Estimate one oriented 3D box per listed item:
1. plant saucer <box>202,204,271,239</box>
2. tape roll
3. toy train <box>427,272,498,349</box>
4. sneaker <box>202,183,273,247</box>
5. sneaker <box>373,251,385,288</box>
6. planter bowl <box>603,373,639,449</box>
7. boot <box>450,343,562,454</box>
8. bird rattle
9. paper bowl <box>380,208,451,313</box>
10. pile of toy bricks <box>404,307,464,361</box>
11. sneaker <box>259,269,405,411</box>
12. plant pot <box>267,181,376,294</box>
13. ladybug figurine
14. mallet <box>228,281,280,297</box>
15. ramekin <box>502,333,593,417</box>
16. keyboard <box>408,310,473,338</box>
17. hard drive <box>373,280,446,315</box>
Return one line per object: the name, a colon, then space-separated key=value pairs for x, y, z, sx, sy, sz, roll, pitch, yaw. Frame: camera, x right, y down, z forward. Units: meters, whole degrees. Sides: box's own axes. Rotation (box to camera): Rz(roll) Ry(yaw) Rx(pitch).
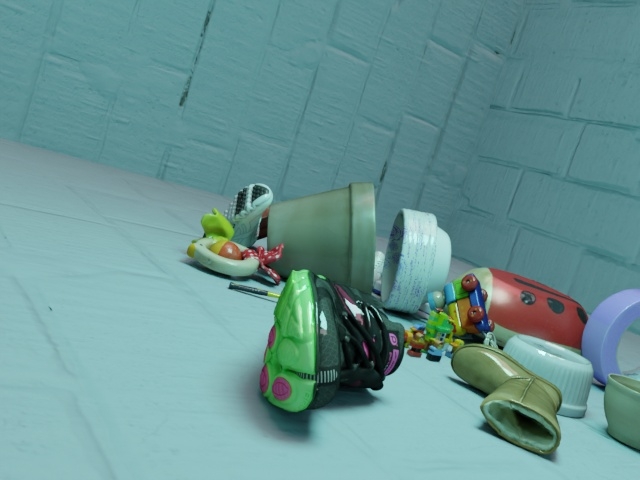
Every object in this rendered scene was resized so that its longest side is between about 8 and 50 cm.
plant saucer: x=-0.193 y=-0.051 z=2.105 sx=0.259 sy=0.048 sz=0.258 roll=-17 pitch=-10 yaw=25
tape roll: x=0.820 y=0.267 z=1.771 sx=0.274 sy=0.275 sz=0.090 roll=16 pitch=7 yaw=-15
toy train: x=0.351 y=0.215 z=1.704 sx=0.143 sy=0.248 sz=0.105 roll=-20 pitch=-36 yaw=23
sneaker: x=-0.206 y=-0.051 z=1.865 sx=0.118 sy=0.292 sz=0.110 roll=30 pitch=45 yaw=-24
sneaker: x=0.163 y=0.089 z=2.192 sx=0.090 sy=0.115 sz=0.232 roll=19 pitch=6 yaw=12
planter bowl: x=0.623 y=0.342 z=1.336 sx=0.162 sy=0.109 sz=0.162 roll=18 pitch=7 yaw=-2
boot: x=0.323 y=0.270 z=1.232 sx=0.236 sy=0.089 sz=0.269 roll=20 pitch=8 yaw=21
bird rattle: x=-0.219 y=0.045 z=1.707 sx=0.253 sy=0.143 sz=0.207 roll=33 pitch=22 yaw=13
paper bowl: x=0.266 y=0.062 z=1.900 sx=0.148 sy=0.284 sz=0.284 roll=10 pitch=7 yaw=-4
pile of toy bricks: x=0.254 y=0.201 z=1.535 sx=0.212 sy=0.105 sz=0.118 roll=13 pitch=8 yaw=-36
sneaker: x=0.035 y=0.145 z=1.069 sx=0.202 sy=0.185 sz=0.483 roll=15 pitch=7 yaw=7
plant pot: x=0.000 y=0.000 z=1.874 sx=0.280 sy=0.323 sz=0.323 roll=1 pitch=6 yaw=1
ladybug figurine: x=0.551 y=0.195 z=1.878 sx=0.449 sy=0.162 sz=0.305 roll=19 pitch=16 yaw=-6
mallet: x=-0.111 y=0.123 z=1.540 sx=0.189 sy=0.039 sz=0.062 roll=12 pitch=10 yaw=-12
ramekin: x=0.475 y=0.280 z=1.460 sx=0.207 sy=0.109 sz=0.207 roll=17 pitch=6 yaw=-2
keyboard: x=0.303 y=0.223 z=1.921 sx=0.256 sy=0.014 sz=0.072 roll=23 pitch=13 yaw=40
hard drive: x=0.344 y=0.200 z=2.086 sx=0.318 sy=0.040 sz=0.210 roll=23 pitch=8 yaw=38
